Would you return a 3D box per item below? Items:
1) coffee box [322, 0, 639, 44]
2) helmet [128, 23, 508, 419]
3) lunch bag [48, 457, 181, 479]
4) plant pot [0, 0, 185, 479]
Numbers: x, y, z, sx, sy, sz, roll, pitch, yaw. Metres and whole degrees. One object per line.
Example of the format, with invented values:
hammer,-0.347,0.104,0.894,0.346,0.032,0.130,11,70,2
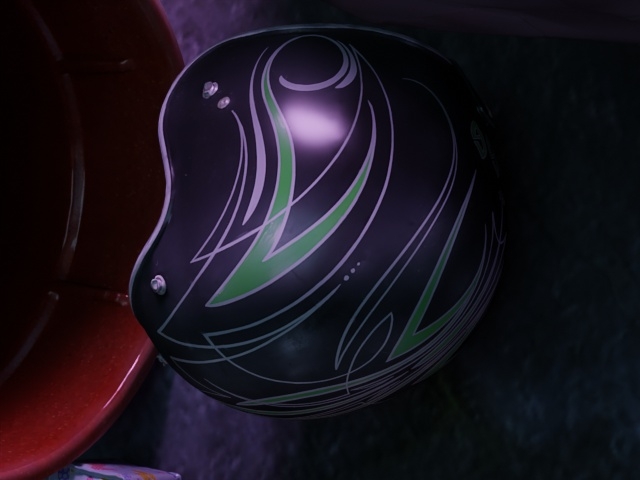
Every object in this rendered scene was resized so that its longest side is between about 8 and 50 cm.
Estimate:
coffee box,0.091,-0.218,0.540,0.168,0.119,0.297,8,90,23
helmet,0.000,0.000,0.768,0.169,0.169,0.161,-7,65,22
lunch bag,-0.107,0.154,0.846,0.053,0.071,0.083,12,87,20
plant pot,-0.246,-0.032,0.837,0.265,0.272,0.272,7,87,32
